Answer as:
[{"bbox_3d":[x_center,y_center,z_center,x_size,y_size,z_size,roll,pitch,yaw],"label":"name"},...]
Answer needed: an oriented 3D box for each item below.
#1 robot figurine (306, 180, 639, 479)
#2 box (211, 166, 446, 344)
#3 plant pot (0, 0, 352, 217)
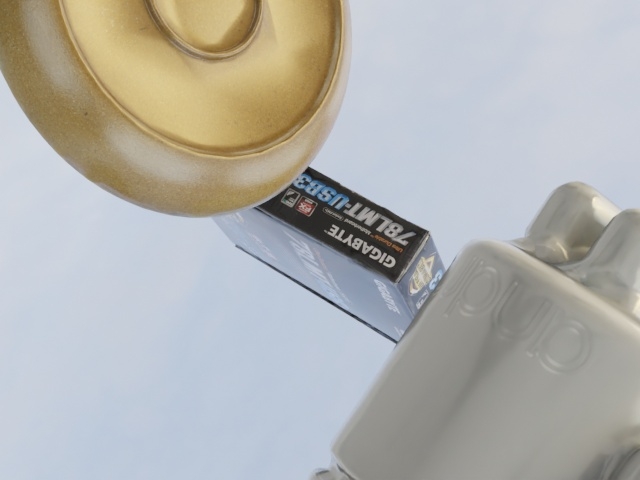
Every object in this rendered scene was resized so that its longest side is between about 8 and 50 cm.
[{"bbox_3d":[0.118,0.139,0.981,0.353,0.200,0.300,-57,-156,-1],"label":"robot figurine"},{"bbox_3d":[0.000,0.000,1.613,0.293,0.295,0.073,31,-100,21],"label":"box"},{"bbox_3d":[-0.069,-0.131,0.826,0.032,0.236,0.236,-14,-138,51],"label":"plant pot"}]
